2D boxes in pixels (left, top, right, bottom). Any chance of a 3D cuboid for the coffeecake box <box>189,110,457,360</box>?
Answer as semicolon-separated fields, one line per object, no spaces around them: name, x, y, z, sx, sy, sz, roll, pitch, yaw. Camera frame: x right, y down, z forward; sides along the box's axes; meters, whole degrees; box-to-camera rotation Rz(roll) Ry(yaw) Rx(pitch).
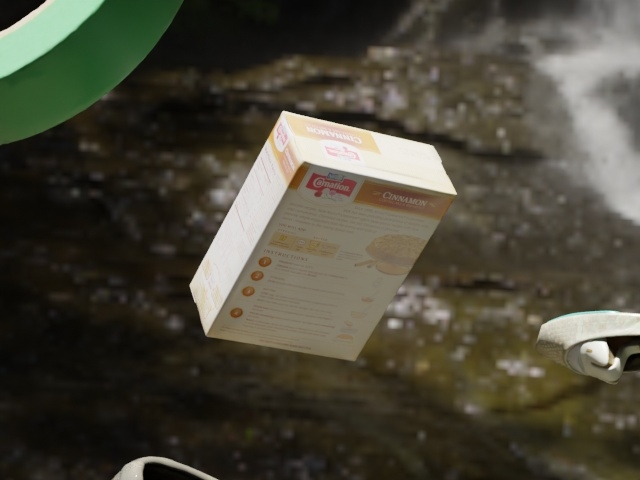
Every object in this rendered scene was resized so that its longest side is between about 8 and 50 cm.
coffeecake box;0.000;0.000;1.504;0.142;0.185;0.068;12;35;-28

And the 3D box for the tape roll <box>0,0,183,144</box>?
tape roll;-0.258;-0.231;1.572;0.321;0.321;0.077;4;-29;30

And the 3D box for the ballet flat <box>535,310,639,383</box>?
ballet flat;0.236;0.082;1.412;0.168;0.052;0.057;-8;-46;28

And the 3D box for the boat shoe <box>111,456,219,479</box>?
boat shoe;-0.015;0.243;1.250;0.305;0.091;0.109;28;34;-6
